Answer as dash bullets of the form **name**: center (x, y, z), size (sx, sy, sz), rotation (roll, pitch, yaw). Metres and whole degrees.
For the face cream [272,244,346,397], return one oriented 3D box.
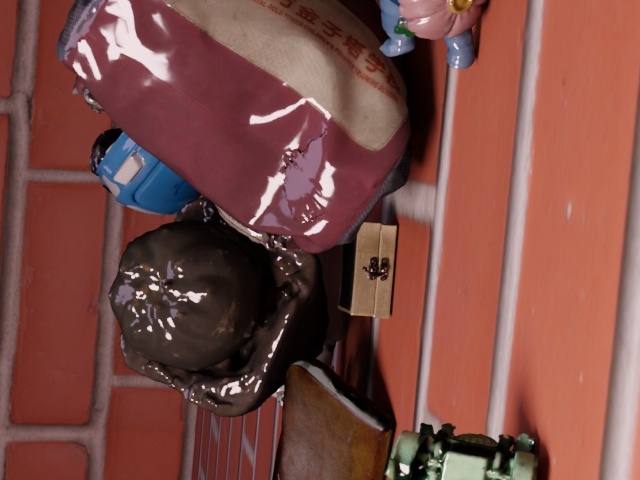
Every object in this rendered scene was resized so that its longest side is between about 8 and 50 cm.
- **face cream**: center (0.000, 0.000, 1.486), size (0.143, 0.089, 0.314), rotation (156, 129, -81)

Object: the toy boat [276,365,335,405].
- **toy boat**: center (-0.003, 0.185, 1.435), size (0.210, 0.066, 0.084), rotation (96, 163, -67)

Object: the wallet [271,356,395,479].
- **wallet**: center (0.000, 0.225, 1.315), size (0.137, 0.031, 0.255), rotation (41, 132, 44)

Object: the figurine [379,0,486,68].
- **figurine**: center (0.068, -0.208, 1.013), size (0.144, 0.114, 0.178), rotation (-95, 4, -55)

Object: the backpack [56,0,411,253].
- **backpack**: center (-0.052, -0.148, 1.261), size (0.197, 0.283, 0.317), rotation (-47, 11, 23)

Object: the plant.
- **plant**: center (-0.077, 0.058, 1.314), size (0.164, 0.141, 0.256), rotation (-65, -25, 4)

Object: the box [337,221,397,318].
- **box**: center (0.039, 0.024, 1.301), size (0.083, 0.035, 0.079), rotation (-175, 89, -82)

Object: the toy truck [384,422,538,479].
- **toy truck**: center (0.075, 0.175, 0.857), size (0.078, 0.080, 0.154), rotation (-34, -49, -73)

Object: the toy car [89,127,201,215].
- **toy car**: center (-0.083, -0.123, 1.486), size (0.198, 0.166, 0.314), rotation (-46, 2, 43)
